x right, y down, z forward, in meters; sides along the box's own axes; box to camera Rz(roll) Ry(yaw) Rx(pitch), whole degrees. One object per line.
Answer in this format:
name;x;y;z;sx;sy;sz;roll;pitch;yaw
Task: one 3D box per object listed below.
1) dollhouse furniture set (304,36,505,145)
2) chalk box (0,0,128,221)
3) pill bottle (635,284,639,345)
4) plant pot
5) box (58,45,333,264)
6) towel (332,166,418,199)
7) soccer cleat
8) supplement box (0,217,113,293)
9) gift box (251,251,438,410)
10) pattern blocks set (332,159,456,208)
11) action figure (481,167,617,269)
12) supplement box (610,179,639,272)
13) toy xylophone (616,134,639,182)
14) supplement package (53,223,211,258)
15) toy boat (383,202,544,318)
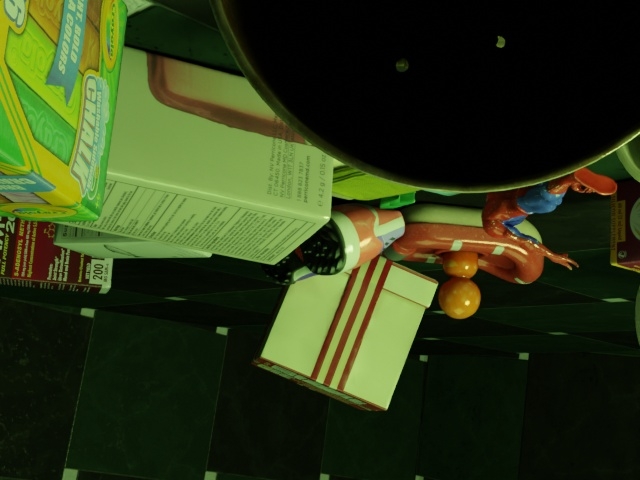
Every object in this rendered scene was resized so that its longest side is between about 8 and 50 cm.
dollhouse furniture set;0.075;-0.130;0.658;0.182;0.101;0.161;2;169;7
chalk box;-0.245;-0.117;0.636;0.179;0.180;0.289;3;170;6
pill bottle;0.715;0.129;1.427;0.408;0.228;0.229;8;168;-20
plant pot;0.069;-0.132;0.475;0.216;0.215;0.230;2;-177;5
box;-0.119;-0.074;0.863;0.232;0.126;0.149;12;158;-21
towel;0.102;-0.069;1.020;0.102;0.021;0.237;15;164;-42
soccer cleat;0.000;0.000;1.346;0.117;0.108;0.318;-16;-176;-26
supplement box;-0.435;0.003;1.405;0.240;0.130;0.073;6;168;-16
gift box;0.021;0.115;1.539;0.276;0.258;0.255;25;167;-8
pattern blocks set;0.005;-0.087;1.084;0.325;0.026;0.285;14;165;-41
action figure;0.273;-0.044;1.036;0.139;0.091;0.280;19;165;-11
supplement box;0.434;-0.025;1.066;0.081;0.104;0.188;12;165;-36
toy xylophone;0.364;-0.082;0.678;0.323;0.081;0.236;-2;-172;29
supplement package;-0.240;-0.036;1.213;0.179;0.105;0.105;-1;168;23
toy boat;0.202;0.037;1.321;0.231;0.151;0.151;6;169;-9
